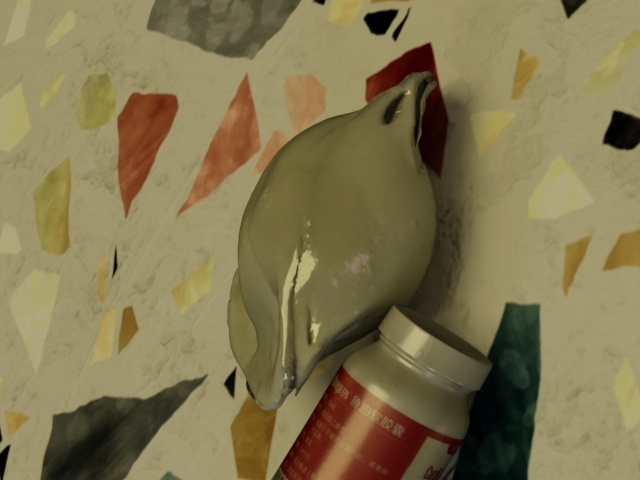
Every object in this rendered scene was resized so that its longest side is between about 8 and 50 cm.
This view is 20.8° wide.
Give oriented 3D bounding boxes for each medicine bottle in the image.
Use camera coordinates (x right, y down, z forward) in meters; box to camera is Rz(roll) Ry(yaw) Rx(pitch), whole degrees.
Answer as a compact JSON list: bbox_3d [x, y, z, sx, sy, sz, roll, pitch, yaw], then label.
[{"bbox_3d":[0.047,0.191,1.577,0.131,0.131,0.250,38,99,46],"label":"medicine bottle"}]

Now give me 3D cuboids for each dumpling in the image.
[{"bbox_3d":[-0.001,0.003,1.689,0.260,0.181,0.341,-23,63,61],"label":"dumpling"}]
